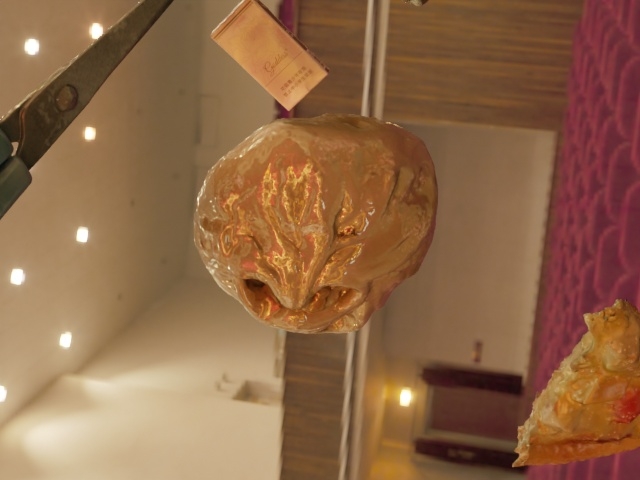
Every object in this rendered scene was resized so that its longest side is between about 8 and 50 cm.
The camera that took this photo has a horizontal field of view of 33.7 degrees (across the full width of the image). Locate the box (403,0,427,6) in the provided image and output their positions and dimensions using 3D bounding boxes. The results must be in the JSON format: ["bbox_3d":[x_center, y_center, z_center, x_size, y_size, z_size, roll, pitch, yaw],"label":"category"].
[{"bbox_3d":[0.031,-0.372,1.054,0.177,0.329,0.253,-50,-60,-4],"label":"box"}]

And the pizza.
[{"bbox_3d":[0.343,0.172,1.249,0.287,0.280,0.075,66,-175,-48],"label":"pizza"}]

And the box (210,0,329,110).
[{"bbox_3d":[-0.089,-0.335,1.892,0.109,0.198,0.029,-40,15,27],"label":"box"}]

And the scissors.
[{"bbox_3d":[-0.253,-0.100,0.931,0.447,0.029,0.192,-53,-38,-28],"label":"scissors"}]

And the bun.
[{"bbox_3d":[0.000,0.000,0.911,0.231,0.231,0.133,83,172,-48],"label":"bun"}]
